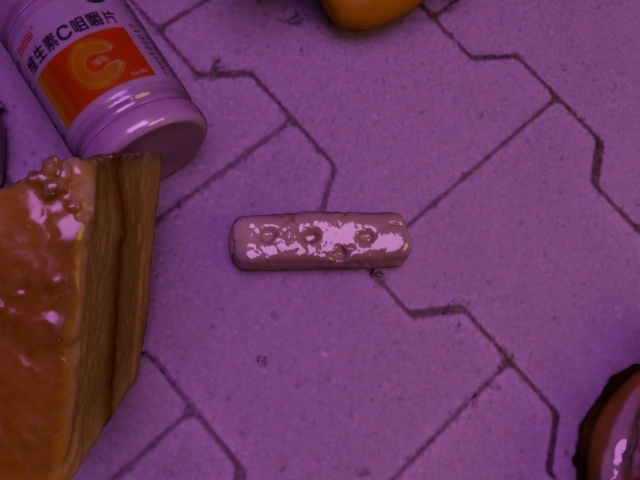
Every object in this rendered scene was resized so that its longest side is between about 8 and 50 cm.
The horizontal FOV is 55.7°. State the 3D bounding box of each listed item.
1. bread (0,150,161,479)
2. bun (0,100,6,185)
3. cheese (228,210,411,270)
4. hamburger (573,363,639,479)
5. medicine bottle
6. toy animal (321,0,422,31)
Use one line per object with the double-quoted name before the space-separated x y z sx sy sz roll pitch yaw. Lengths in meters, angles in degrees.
"bread" -0.330 0.037 0.462 0.362 0.233 0.244 6 99 -4
"bun" -0.442 -0.103 0.542 0.263 0.175 0.263 2 75 -6
"cheese" 0.000 0.000 0.645 0.194 0.043 0.064 -2 70 -7
"hamburger" 0.412 0.219 0.569 0.261 0.186 0.302 23 70 -2
"medicine bottle" -0.233 -0.181 0.616 0.133 0.133 0.249 -31 80 -15
"toy animal" 0.024 -0.406 0.687 0.345 0.277 0.246 -7 46 -21
